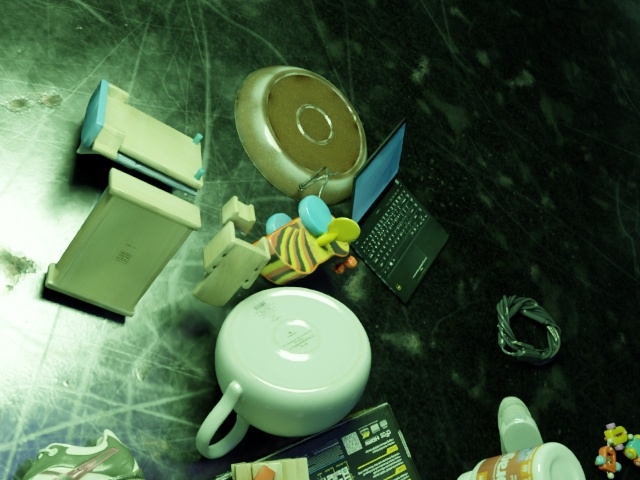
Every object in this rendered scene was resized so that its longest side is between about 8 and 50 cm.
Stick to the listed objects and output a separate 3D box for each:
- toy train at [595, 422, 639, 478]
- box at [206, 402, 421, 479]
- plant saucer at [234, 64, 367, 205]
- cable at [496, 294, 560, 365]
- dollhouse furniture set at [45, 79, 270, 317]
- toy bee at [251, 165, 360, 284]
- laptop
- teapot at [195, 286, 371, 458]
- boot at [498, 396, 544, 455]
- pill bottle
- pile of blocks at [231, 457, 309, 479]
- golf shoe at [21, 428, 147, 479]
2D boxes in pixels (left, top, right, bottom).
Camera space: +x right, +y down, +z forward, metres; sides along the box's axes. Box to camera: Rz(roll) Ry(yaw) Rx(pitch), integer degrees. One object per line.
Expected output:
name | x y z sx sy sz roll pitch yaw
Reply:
toy train | 0.649 0.467 1.712 0.166 0.046 0.125 22 57 -24
box | 0.013 0.420 1.184 0.322 0.079 0.257 -17 80 -31
plant saucer | -0.021 -0.217 1.545 0.310 0.050 0.311 17 59 -31
cable | 0.445 0.192 1.701 0.184 0.047 0.151 9 57 -31
dollhouse furniture set | -0.264 -0.054 1.236 0.286 0.198 0.303 26 30 -30
toy bee | 0.000 0.000 1.336 0.298 0.195 0.162 -44 105 -36
laptop | 0.165 -0.060 1.546 0.264 0.136 0.234 47 48 -8
teapot | -0.051 0.211 1.216 0.255 0.187 0.253 6 40 -7
boot | 0.399 0.426 1.506 0.123 0.095 0.258 -62 139 -74
pill bottle | 0.338 0.430 1.371 0.121 0.216 0.121 18 57 -30
pile of blocks | -0.092 0.452 1.015 0.148 0.112 0.362 19 75 -2
golf shoe | -0.351 0.327 0.987 0.272 0.105 0.120 -7 56 -46
